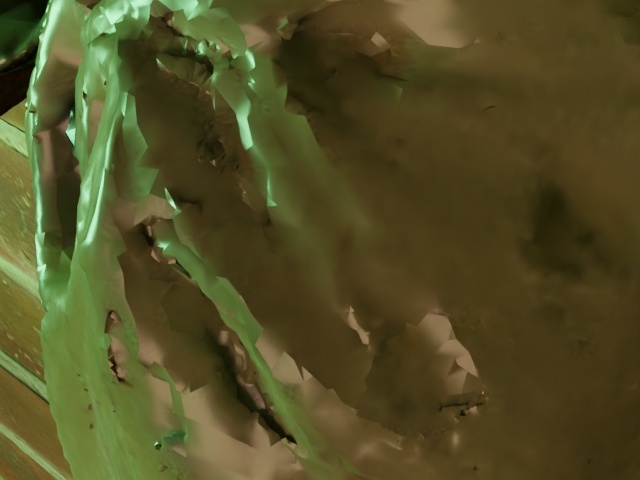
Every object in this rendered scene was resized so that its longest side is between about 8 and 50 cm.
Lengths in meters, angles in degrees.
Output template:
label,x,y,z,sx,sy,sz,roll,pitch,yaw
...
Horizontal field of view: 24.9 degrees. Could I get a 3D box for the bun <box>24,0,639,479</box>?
label,x,y,z,sx,sy,sz,roll,pitch,yaw
bun,0.000,0.000,0.550,0.362,0.234,0.326,5,91,60

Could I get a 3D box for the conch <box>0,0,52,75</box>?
label,x,y,z,sx,sy,sz,roll,pitch,yaw
conch,-0.133,-0.168,0.759,0.181,0.124,0.187,6,87,36

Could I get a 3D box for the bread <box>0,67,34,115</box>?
label,x,y,z,sx,sy,sz,roll,pitch,yaw
bread,-0.233,-0.133,0.960,0.132,0.172,0.103,20,142,49
